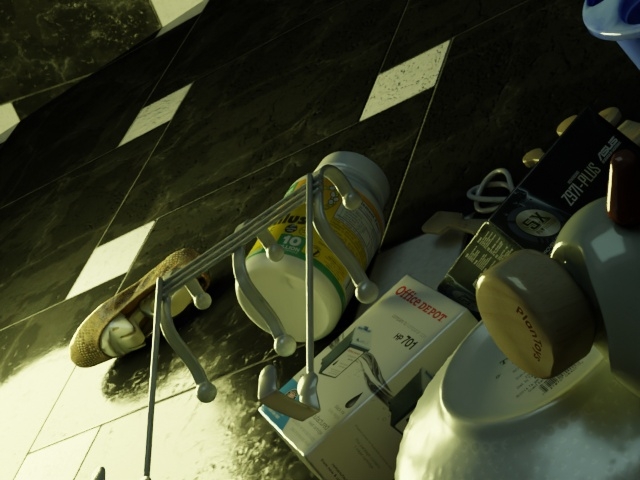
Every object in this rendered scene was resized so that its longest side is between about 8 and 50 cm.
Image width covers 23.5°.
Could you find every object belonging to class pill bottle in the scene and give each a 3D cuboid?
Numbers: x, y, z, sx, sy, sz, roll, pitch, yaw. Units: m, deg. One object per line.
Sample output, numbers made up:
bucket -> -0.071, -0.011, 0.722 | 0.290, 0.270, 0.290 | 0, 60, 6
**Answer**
pill bottle -> 0.000, 0.000, 1.653 | 0.117, 0.117, 0.208 | -18, 30, 40

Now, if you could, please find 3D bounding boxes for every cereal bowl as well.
cereal bowl -> 0.190, 0.123, 1.113 | 0.339, 0.141, 0.339 | -31, 23, 14

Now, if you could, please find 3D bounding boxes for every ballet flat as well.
ballet flat -> -0.218, 0.089, 1.874 | 0.206, 0.073, 0.067 | -43, 37, -3

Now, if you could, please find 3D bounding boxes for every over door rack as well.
over door rack -> -0.069, 0.101, 1.418 | 0.239, 0.108, 0.324 | -34, 26, 31

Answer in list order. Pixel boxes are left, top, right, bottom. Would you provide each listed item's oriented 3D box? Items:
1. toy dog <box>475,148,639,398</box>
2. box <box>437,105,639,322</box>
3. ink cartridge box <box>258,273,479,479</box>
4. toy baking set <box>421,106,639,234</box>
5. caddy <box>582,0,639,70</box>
toy dog -> 0.250, 0.061, 0.915 | 0.333, 0.161, 0.220 | 26, 61, 22
box -> 0.193, -0.011, 1.341 | 0.147, 0.077, 0.180 | -47, -6, -21
ink cartridge box -> 0.056, 0.132, 1.366 | 0.190, 0.082, 0.139 | -43, 22, -7
toy baking set -> 0.221, -0.048, 1.541 | 0.256, 0.030, 0.197 | -33, 20, 11
caddy -> 0.418, -0.277, 1.487 | 0.341, 0.179, 0.241 | -38, 22, 1
